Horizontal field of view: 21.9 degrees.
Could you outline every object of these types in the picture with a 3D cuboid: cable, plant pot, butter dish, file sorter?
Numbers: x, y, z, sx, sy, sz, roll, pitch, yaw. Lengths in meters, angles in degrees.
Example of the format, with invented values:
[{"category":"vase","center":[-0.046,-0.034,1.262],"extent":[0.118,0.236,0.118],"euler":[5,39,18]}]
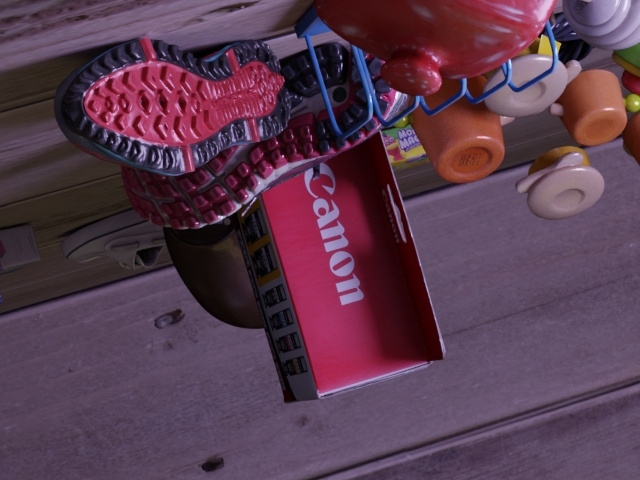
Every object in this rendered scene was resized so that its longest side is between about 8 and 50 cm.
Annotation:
[{"category":"cable","center":[0.225,-0.199,1.768],"extent":[0.184,0.047,0.150],"euler":[-18,176,30]},{"category":"plant pot","center":[-0.110,-0.017,2.064],"extent":[0.215,0.215,0.230],"euler":[-17,162,11]},{"category":"butter dish","center":[0.063,-0.140,0.951],"extent":[0.160,0.118,0.160],"euler":[20,162,-20]},{"category":"file sorter","center":[0.085,-0.155,1.302],"extent":[0.170,0.104,0.118],"euler":[-15,176,-15]}]

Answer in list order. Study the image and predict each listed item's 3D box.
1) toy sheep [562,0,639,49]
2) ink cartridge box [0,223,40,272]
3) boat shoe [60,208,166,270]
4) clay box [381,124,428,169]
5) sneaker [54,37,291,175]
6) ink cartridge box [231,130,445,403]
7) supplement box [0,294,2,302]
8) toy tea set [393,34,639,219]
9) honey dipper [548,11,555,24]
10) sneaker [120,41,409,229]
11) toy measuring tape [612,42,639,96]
[{"category":"toy sheep","center":[0.257,-0.211,1.452],"extent":[0.091,0.091,0.132],"euler":[-19,162,35]},{"category":"ink cartridge box","center":[-0.437,0.022,2.117],"extent":[0.122,0.052,0.088],"euler":[-13,175,-38]},{"category":"boat shoe","center":[-0.265,0.002,2.352],"extent":[0.258,0.084,0.095],"euler":[-19,176,36]},{"category":"clay box","center":[0.103,-0.127,2.323],"extent":[0.222,0.053,0.127],"euler":[-17,177,-24]},{"category":"sneaker","center":[-0.132,-0.092,1.294],"extent":[0.125,0.104,0.262],"euler":[-16,177,31]},{"category":"ink cartridge box","center":[0.000,0.000,1.693],"extent":[0.130,0.309,0.272],"euler":[-16,176,-13]},{"category":"supplement box","center":[-0.470,0.053,1.953],"extent":[0.111,0.114,0.220],"euler":[-16,176,-29]},{"category":"toy tea set","center":[0.244,-0.133,1.750],"extent":[0.336,0.124,0.200],"euler":[19,132,-37]},{"category":"honey dipper","center":[0.140,-0.198,1.554],"extent":[0.161,0.030,0.030],"euler":[-13,177,9]},{"category":"sneaker","center":[-0.051,-0.092,1.548],"extent":[0.299,0.121,0.112],"euler":[-18,178,20]},{"category":"toy measuring tape","center":[0.385,-0.226,1.860],"extent":[0.121,0.121,0.330],"euler":[-17,-166,13]}]
